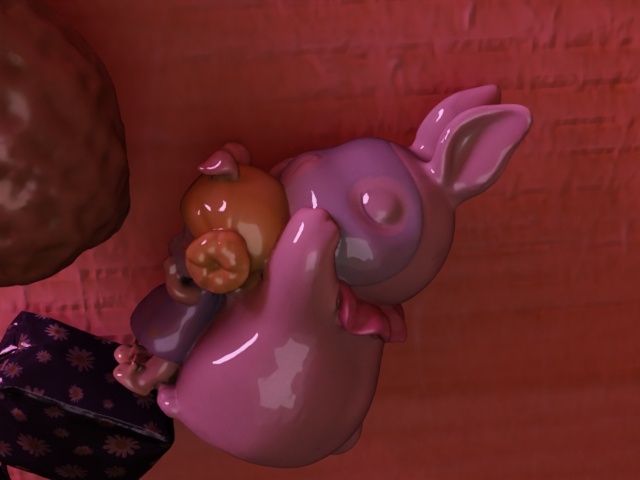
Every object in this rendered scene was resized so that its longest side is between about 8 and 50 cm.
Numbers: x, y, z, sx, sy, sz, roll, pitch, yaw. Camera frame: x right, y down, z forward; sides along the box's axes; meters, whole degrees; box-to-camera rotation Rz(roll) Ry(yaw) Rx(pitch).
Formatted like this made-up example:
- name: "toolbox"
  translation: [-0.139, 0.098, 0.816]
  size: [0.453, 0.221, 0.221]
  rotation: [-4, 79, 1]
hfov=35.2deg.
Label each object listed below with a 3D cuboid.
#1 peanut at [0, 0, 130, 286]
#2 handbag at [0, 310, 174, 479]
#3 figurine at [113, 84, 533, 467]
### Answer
- name: "peanut"
  translation: [-0.204, -0.104, 0.474]
  size: [0.159, 0.143, 0.291]
  rotation: [-31, 115, -16]
- name: "handbag"
  translation: [-0.162, 0.123, 0.632]
  size: [0.115, 0.072, 0.139]
  rotation: [22, 124, -16]
- name: "figurine"
  translation: [0.000, 0.000, 0.559]
  size: [0.155, 0.127, 0.235]
  rotation: [27, 105, -6]
